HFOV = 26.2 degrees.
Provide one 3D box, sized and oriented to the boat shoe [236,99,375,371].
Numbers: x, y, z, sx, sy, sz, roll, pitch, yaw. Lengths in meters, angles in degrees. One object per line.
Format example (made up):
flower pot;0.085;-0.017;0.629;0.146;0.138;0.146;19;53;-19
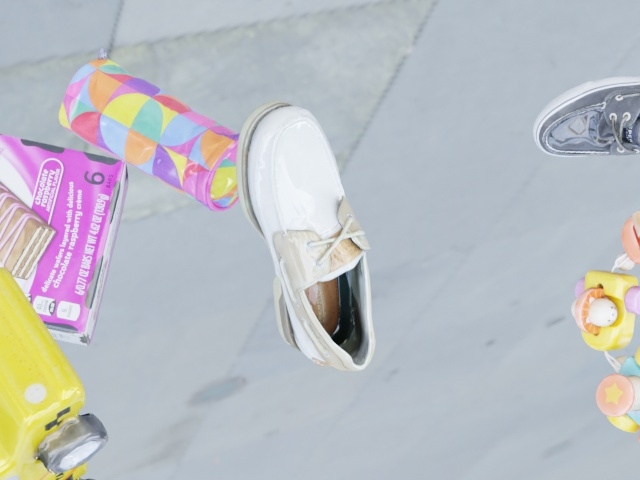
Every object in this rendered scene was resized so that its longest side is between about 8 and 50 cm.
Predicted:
boat shoe;0.000;0.000;1.388;0.113;0.103;0.302;-33;129;-24

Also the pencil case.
pencil case;-0.178;-0.121;1.521;0.104;0.236;0.104;-43;151;-31

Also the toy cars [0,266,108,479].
toy cars;-0.222;0.087;0.811;0.087;0.176;0.393;-28;-161;-22

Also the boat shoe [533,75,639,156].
boat shoe;0.330;-0.120;1.407;0.228;0.076;0.080;-7;119;13

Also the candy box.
candy box;-0.297;-0.012;1.188;0.233;0.159;0.071;11;166;-2

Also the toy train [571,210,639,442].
toy train;0.208;0.051;0.881;0.046;0.166;0.125;2;159;-34
